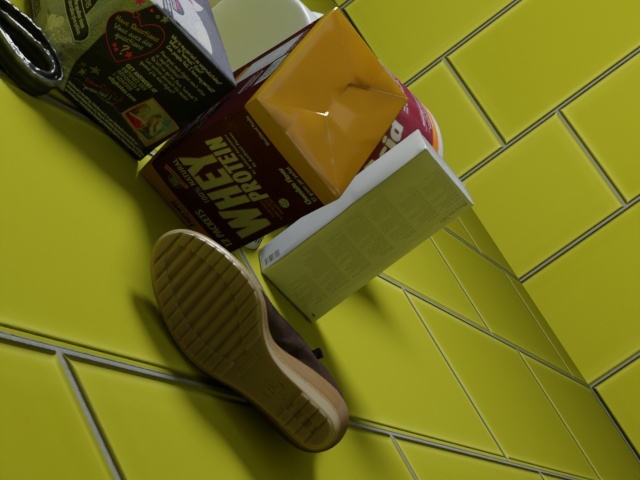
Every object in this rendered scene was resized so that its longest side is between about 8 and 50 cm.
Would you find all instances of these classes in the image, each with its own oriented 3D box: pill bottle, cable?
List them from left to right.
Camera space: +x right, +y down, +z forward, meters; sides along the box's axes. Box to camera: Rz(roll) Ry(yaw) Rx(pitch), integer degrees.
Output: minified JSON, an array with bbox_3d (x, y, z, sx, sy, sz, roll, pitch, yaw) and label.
[{"bbox_3d":[-0.330,-0.266,1.213,0.287,0.072,0.139,55,18,3],"label":"cable"},{"bbox_3d":[-0.004,-0.171,1.784,0.392,0.224,0.224,33,24,-57],"label":"pill bottle"}]

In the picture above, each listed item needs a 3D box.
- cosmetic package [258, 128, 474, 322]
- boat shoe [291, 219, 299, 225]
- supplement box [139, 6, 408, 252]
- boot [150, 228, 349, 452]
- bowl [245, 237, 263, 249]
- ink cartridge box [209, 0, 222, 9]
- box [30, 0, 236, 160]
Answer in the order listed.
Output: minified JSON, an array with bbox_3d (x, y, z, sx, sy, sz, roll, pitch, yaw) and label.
[{"bbox_3d":[0.051,-0.015,1.531,0.099,0.239,0.060,48,13,-25],"label":"cosmetic package"},{"bbox_3d":[0.000,0.000,1.756,0.135,0.050,0.045,66,11,7],"label":"boat shoe"},{"bbox_3d":[-0.047,-0.111,1.383,0.129,0.194,0.191,50,44,-15],"label":"supplement box"},{"bbox_3d":[-0.067,0.093,1.248,0.248,0.090,0.207,52,1,-1],"label":"boot"},{"bbox_3d":[-0.095,-0.080,1.545,0.170,0.080,0.170,51,13,-16],"label":"bowl"},{"bbox_3d":[-0.139,-0.366,2.014,0.231,0.134,0.078,44,17,-40],"label":"ink cartridge box"},{"bbox_3d":[-0.208,-0.238,1.415,0.163,0.142,0.247,44,15,-37],"label":"box"}]
